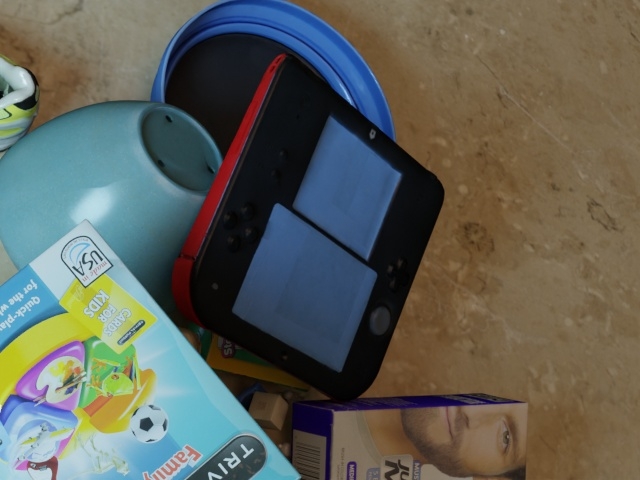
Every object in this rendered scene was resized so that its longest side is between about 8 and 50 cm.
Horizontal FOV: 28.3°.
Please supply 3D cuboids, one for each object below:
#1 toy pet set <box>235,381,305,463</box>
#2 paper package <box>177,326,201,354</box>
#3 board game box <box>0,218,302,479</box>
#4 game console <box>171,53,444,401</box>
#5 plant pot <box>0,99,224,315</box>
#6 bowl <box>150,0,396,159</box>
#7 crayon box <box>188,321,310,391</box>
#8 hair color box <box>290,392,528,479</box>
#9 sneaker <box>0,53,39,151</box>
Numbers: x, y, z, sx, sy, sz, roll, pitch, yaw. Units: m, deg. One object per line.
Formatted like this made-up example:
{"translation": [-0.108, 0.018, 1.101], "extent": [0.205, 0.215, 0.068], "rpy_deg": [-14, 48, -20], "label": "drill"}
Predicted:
{"translation": [-0.071, 0.251, 1.702], "extent": [0.114, 0.065, 0.122], "rpy_deg": [55, 46, -50], "label": "toy pet set"}
{"translation": [-0.296, 0.235, 1.369], "extent": [0.324, 0.168, 0.309], "rpy_deg": [3, 80, -3], "label": "paper package"}
{"translation": [-0.222, 0.188, 1.258], "extent": [0.254, 0.079, 0.336], "rpy_deg": [-40, 85, -9], "label": "board game box"}
{"translation": [0.000, 0.000, 1.604], "extent": [0.386, 0.060, 0.342], "rpy_deg": [35, 76, -46], "label": "game console"}
{"translation": [-0.227, -0.060, 1.561], "extent": [0.290, 0.195, 0.290], "rpy_deg": [31, 39, -29], "label": "plant pot"}
{"translation": [-0.069, -0.162, 1.834], "extent": [0.391, 0.077, 0.391], "rpy_deg": [13, 66, -30], "label": "bowl"}
{"translation": [-0.062, 0.047, 1.688], "extent": [0.165, 0.081, 0.278], "rpy_deg": [17, 89, -29], "label": "crayon box"}
{"translation": [0.126, 0.311, 1.739], "extent": [0.339, 0.110, 0.185], "rpy_deg": [2, 90, -35], "label": "hair color box"}
{"translation": [-0.514, -0.232, 1.518], "extent": [0.384, 0.147, 0.145], "rpy_deg": [18, 65, -26], "label": "sneaker"}
